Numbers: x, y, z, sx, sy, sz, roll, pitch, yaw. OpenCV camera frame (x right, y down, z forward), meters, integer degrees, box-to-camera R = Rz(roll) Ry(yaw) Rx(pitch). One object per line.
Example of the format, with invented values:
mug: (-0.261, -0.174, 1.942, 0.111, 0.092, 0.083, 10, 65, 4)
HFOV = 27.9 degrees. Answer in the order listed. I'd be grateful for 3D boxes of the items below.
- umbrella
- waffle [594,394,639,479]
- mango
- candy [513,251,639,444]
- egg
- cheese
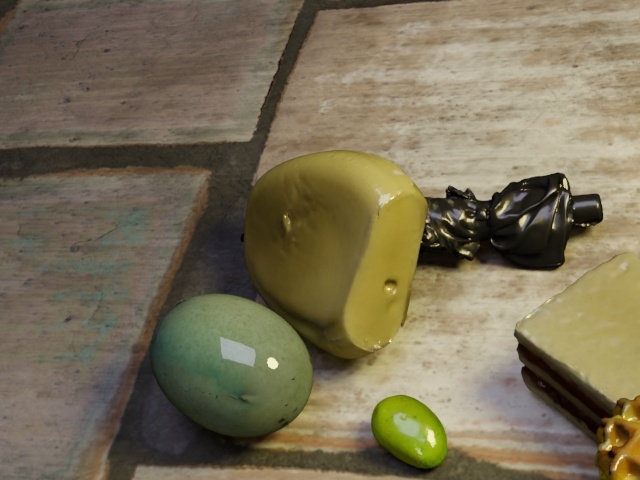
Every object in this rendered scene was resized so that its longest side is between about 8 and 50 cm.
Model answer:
umbrella: (0.235, -0.026, 1.703, 0.272, 0.110, 0.122, -4, 47, 12)
waffle: (0.386, 0.209, 1.228, 0.237, 0.059, 0.243, -17, 30, 3)
mango: (0.108, 0.230, 1.545, 0.073, 0.056, 0.108, -39, 59, -10)
candy: (0.388, 0.165, 1.438, 0.179, 0.135, 0.320, -37, 48, -15)
egg: (-0.114, 0.155, 1.619, 0.236, 0.169, 0.169, 19, 58, 34)
cheese: (0.000, 0.000, 1.697, 0.316, 0.128, 0.259, 25, 96, 53)
